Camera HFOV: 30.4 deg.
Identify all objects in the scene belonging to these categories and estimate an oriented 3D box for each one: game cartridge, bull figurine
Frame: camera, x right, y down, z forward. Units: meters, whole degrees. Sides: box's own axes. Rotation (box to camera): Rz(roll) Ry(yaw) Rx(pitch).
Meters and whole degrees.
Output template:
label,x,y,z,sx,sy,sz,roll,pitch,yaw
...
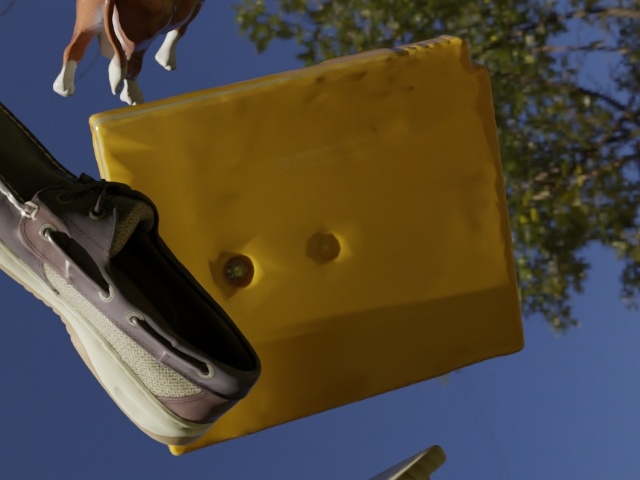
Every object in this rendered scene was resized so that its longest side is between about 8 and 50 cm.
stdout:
label,x,y,z,sx,sy,sz,roll,pitch,yaw
game cartridge,0.000,0.000,0.968,0.324,0.053,0.285,-15,-72,-15
bull figurine,-0.166,-0.258,1.222,0.188,0.101,0.310,-65,-8,33

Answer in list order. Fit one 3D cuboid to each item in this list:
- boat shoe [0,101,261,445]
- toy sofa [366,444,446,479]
label,x,y,z,sx,sy,sz,roll,pitch,yaw
boat shoe,-0.146,0.004,0.779,0.285,0.092,0.103,52,-155,-2
toy sofa,0.097,0.360,0.906,0.177,0.150,0.362,-29,-98,-38
